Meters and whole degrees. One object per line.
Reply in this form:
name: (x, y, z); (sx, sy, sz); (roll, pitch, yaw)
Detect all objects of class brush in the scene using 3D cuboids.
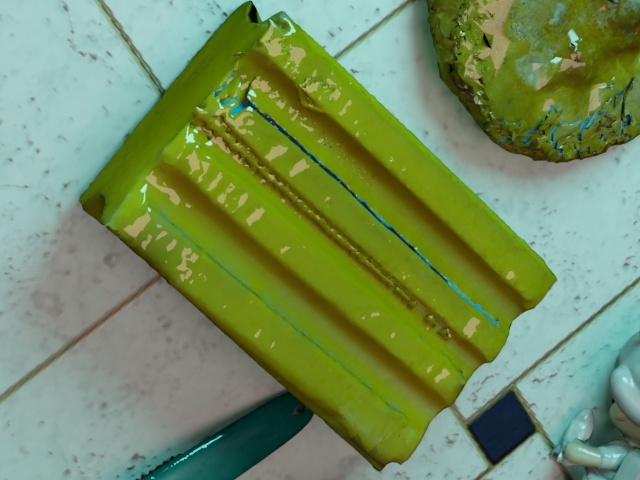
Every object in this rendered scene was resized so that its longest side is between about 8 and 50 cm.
brush: (-0.086, 0.169, 1.285); (0.193, 0.032, 0.043); (-32, 112, -26)

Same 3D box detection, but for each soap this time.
soap: (0.000, 0.000, 1.229); (0.324, 0.096, 0.204); (43, 86, -28)

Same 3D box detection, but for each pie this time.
pie: (0.204, -0.178, 1.284); (0.273, 0.069, 0.273); (-7, 112, -19)

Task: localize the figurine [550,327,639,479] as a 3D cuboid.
figurine: (0.281, 0.145, 1.399); (0.137, 0.112, 0.229); (19, 108, -33)
